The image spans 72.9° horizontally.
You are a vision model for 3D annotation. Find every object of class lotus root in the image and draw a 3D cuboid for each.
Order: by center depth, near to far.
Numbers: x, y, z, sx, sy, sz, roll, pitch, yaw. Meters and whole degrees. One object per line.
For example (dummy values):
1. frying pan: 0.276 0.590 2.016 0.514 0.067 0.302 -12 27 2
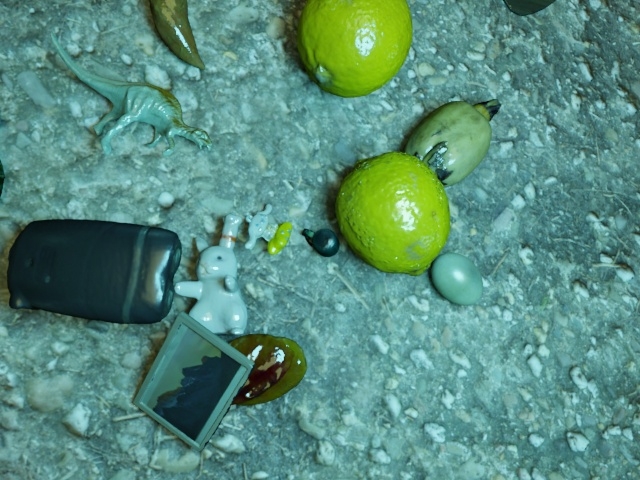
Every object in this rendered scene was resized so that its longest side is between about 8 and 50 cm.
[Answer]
1. lotus root: 0.346 -0.265 1.109 0.183 0.183 0.310 46 74 -5

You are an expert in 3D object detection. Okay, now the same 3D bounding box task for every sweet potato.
1. sweet potato: -0.363 -0.578 1.016 0.106 0.095 0.354 -20 93 -54

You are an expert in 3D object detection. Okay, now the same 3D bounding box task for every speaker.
1. speaker: -0.003 0.004 1.057 0.095 0.075 0.060 6 75 13

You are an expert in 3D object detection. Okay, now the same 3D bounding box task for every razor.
1. razor: -0.463 0.060 0.887 0.349 0.113 0.204 4 80 5

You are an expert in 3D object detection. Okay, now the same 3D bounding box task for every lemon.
1. lemon: 0.172 -0.058 1.007 0.258 0.258 0.310 -24 91 -13
2. lemon: 0.079 -0.481 1.022 0.293 0.293 0.293 1 85 -12

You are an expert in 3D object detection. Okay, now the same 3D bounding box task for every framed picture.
1. framed picture: -0.271 0.303 0.914 0.192 0.018 0.265 33 108 6

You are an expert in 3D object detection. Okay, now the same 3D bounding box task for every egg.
1. egg: 0.348 0.099 1.102 0.114 0.114 0.152 -38 96 -13

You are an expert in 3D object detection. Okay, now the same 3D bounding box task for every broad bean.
1. broad bean: -0.146 0.286 0.973 0.229 0.122 0.156 -11 89 -11

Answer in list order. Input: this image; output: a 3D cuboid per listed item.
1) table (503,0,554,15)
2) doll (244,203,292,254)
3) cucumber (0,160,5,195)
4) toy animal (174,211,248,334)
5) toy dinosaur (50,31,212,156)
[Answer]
1. table: 0.648 -0.821 1.181 0.317 0.249 0.317 1 84 -12
2. doll: -0.128 -0.029 1.035 0.113 0.071 0.135 13 57 -30
3. cucumber: -0.763 -0.123 0.869 0.191 0.130 0.191 0 90 -1
4. toy animal: -0.236 0.082 0.959 0.141 0.138 0.282 -7 91 11
5. toy dinosaur: -0.443 -0.301 0.978 0.393 0.092 0.205 46 78 -4
